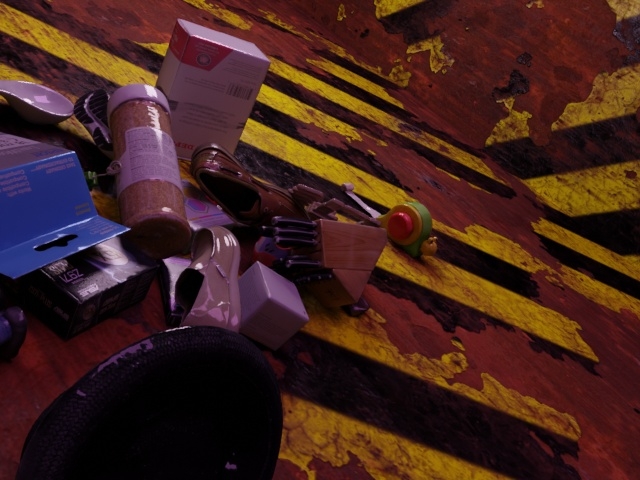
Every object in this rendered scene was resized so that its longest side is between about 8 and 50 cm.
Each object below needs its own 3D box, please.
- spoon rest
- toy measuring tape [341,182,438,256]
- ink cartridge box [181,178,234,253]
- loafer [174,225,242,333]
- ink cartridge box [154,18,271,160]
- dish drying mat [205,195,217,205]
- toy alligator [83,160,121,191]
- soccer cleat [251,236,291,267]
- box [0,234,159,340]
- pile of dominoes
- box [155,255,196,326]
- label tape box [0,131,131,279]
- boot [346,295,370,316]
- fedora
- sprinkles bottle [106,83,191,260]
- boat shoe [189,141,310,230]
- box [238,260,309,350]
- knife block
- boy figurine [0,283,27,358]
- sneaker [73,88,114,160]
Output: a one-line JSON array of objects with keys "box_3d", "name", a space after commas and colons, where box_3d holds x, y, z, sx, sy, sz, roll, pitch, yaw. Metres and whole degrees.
[{"box_3d": [-0.613, -0.277, 1.335, 0.137, 0.084, 0.276, 37, 29, 14], "name": "spoon rest"}, {"box_3d": [0.190, -0.083, 1.750, 0.121, 0.121, 0.330, -7, 44, -49], "name": "toy measuring tape"}, {"box_3d": [-0.283, -0.067, 1.319, 0.209, 0.062, 0.109, 41, 30, 23], "name": "ink cartridge box"}, {"box_3d": [-0.187, 0.062, 1.088, 0.092, 0.102, 0.269, 21, 29, -28], "name": "loafer"}, {"box_3d": [-0.271, -0.333, 1.546, 0.207, 0.283, 0.117, 9, 30, -35], "name": "ink cartridge box"}, {"box_3d": [-0.241, -0.084, 1.449, 0.032, 0.008, 0.083, 31, 27, 4], "name": "dish drying mat"}, {"box_3d": [-0.428, -0.095, 1.173, 0.051, 0.189, 0.056, 64, 12, -71], "name": "toy alligator"}, {"box_3d": [-0.033, 0.021, 1.372, 0.248, 0.095, 0.083, -1, 36, -44], "name": "soccer cleat"}, {"box_3d": [-0.366, 0.050, 1.023, 0.147, 0.078, 0.180, 36, 28, 12], "name": "box"}, {"box_3d": [0.012, -0.076, 1.478, 0.195, 0.040, 0.251, 27, -13, -13], "name": "pile of dominoes"}, {"box_3d": [-0.218, 0.089, 1.154, 0.116, 0.029, 0.162, 12, 30, -29], "name": "box"}, {"box_3d": [-0.483, -0.074, 0.978, 0.333, 0.106, 0.240, 16, 23, 19], "name": "label tape box"}, {"box_3d": [0.076, 0.109, 1.395, 0.106, 0.037, 0.114, -14, 46, -37], "name": "boot"}, {"box_3d": [-0.200, 0.229, 0.743, 0.152, 0.334, 0.334, 11, 11, 39], "name": "fedora"}, {"box_3d": [-0.317, -0.134, 1.220, 0.121, 0.121, 0.356, 10, 44, -33], "name": "sprinkles bottle"}, {"box_3d": [-0.143, -0.071, 1.376, 0.307, 0.111, 0.104, 33, 23, -26], "name": "boat shoe"}, {"box_3d": [-0.093, 0.112, 1.142, 0.101, 0.087, 0.102, 35, 19, -38], "name": "box"}, {"box_3d": [0.000, 0.000, 1.295, 0.242, 0.088, 0.276, 54, 44, -24], "name": "knife block"}, {"box_3d": [-0.487, 0.126, 0.763, 0.177, 0.092, 0.285, 41, 30, 20], "name": "boy figurine"}, {"box_3d": [-0.457, -0.235, 1.422, 0.209, 0.081, 0.094, 60, -6, 31], "name": "sneaker"}]
